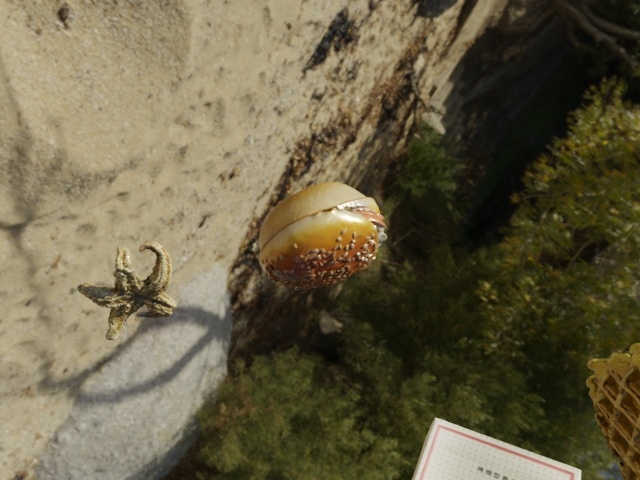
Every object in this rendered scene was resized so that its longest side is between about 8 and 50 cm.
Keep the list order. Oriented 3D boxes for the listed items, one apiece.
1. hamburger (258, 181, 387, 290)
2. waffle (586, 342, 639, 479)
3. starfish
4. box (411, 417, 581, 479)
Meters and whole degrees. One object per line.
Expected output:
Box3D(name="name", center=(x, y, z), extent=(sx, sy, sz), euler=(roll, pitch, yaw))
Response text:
Box3D(name="hamburger", center=(-0.001, -0.002, 0.949), extent=(0.237, 0.147, 0.237), euler=(-25, 156, -12))
Box3D(name="waffle", center=(0.714, 0.408, 1.163), extent=(0.095, 0.382, 0.379), euler=(-12, 163, -10))
Box3D(name="starfish", center=(-0.275, 0.086, 0.807), extent=(0.209, 0.150, 0.053), euler=(-50, -141, 34))
Box3D(name="box", center=(0.194, 0.411, 0.696), extent=(0.330, 0.210, 0.095), euler=(-55, 152, -42))
